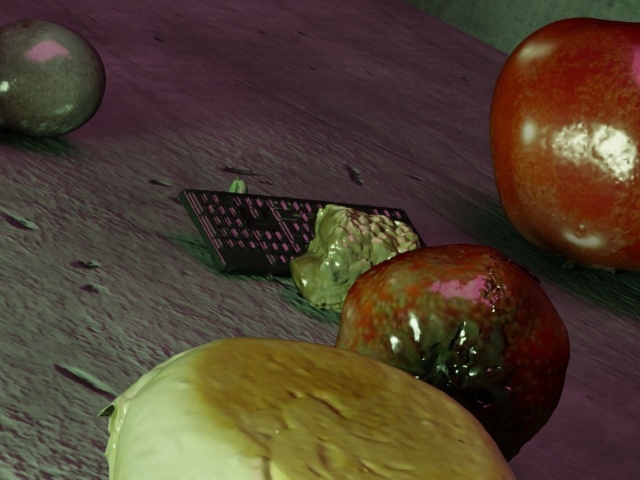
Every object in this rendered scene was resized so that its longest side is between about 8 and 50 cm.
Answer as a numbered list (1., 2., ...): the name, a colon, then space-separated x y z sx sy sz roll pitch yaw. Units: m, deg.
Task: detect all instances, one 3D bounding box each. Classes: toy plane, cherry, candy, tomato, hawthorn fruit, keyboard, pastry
1. toy plane: -0.080 -0.028 1.664 0.080 0.033 0.083 19 37 -13
2. cherry: -0.299 -0.160 1.703 0.188 0.115 0.148 24 54 30
3. candy: 0.032 0.020 1.570 0.110 0.095 0.085 22 12 -20
4. tomato: 0.342 -0.107 2.034 0.293 0.289 0.325 7 11 27
5. hawthorn fruit: 0.099 0.074 1.352 0.181 0.181 0.235 22 16 -3
6. keyboard: 0.000 0.000 1.670 0.310 0.018 0.101 5 47 -47
7. pastry: -0.005 0.156 1.022 0.265 0.133 0.265 20 17 -6
